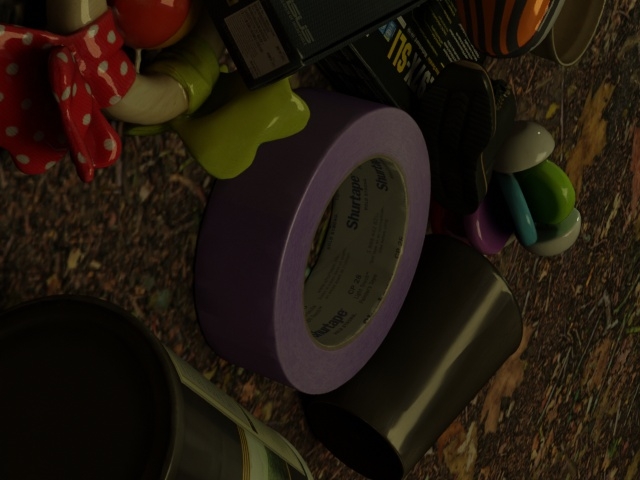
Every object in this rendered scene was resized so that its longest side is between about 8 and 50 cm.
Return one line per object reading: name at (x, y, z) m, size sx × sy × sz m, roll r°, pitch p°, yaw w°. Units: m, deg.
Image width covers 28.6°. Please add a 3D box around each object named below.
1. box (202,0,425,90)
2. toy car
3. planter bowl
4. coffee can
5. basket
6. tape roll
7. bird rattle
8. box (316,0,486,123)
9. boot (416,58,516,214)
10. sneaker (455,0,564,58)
box at (-0.033, -0.241, 0.880) m, size 0.183 × 0.059 × 0.233 m, roll -36°, pitch 103°, yaw -50°
toy car at (0.191, -0.043, 1.403) m, size 0.136 × 0.182 × 0.159 m, roll -43°, pitch 123°, yaw -33°
planter bowl at (0.248, -0.288, 1.424) m, size 0.162 × 0.109 × 0.162 m, roll -37°, pitch 136°, yaw -46°
coffee can at (-0.137, 0.182, 0.917) m, size 0.202 × 0.201 × 0.275 m, roll -64°, pitch 151°, yaw -14°
basket at (0.099, 0.139, 1.377) m, size 0.227 × 0.154 × 0.204 m, roll -49°, pitch 144°, yaw -30°
tape roll at (0.000, 0.000, 1.174) m, size 0.275 × 0.090 × 0.275 m, roll -37°, pitch 136°, yaw -46°
bird rattle at (-0.135, -0.141, 0.866) m, size 0.253 × 0.143 × 0.207 m, roll 3°, pitch 92°, yaw -48°
box at (0.087, -0.254, 1.193) m, size 0.257 × 0.079 × 0.322 m, roll -65°, pitch 151°, yaw -8°
boot at (0.155, -0.137, 1.240) m, size 0.137 × 0.076 × 0.198 m, roll -59°, pitch 163°, yaw -31°
sneaker at (0.129, -0.313, 1.049) m, size 0.180 × 0.124 × 0.321 m, roll -13°, pitch 107°, yaw -54°
